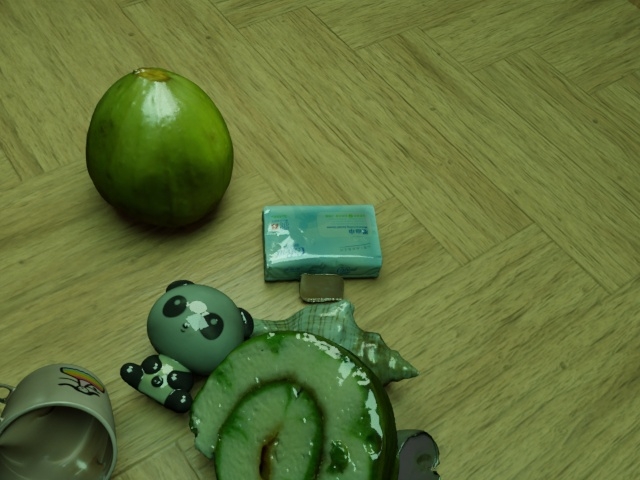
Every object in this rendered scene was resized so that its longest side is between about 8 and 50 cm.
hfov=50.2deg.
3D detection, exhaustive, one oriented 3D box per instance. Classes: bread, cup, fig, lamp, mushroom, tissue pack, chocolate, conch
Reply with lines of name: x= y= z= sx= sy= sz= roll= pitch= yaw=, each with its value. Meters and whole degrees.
bread: x=-0.058 y=0.344 z=1.186 sx=0.382 sy=0.129 sz=0.366 roll=-3 pitch=71 yaw=22
cup: x=-0.474 y=0.306 z=1.154 sx=0.253 sy=0.200 sz=0.191 roll=29 pitch=93 yaw=-22
fig: x=-0.349 y=-0.214 z=1.509 sx=0.343 sy=0.343 sz=0.343 roll=3 pitch=54 yaw=-5
lamp: x=-0.257 y=0.201 z=1.323 sx=0.198 sy=0.197 sz=0.244 roll=25 pitch=64 yaw=11
mushroom: x=0.134 y=0.428 z=1.239 sx=0.117 sy=0.141 sz=0.188 roll=9 pitch=59 yaw=40
tissue pack: x=0.000 y=0.000 z=1.551 sx=0.263 sy=0.089 sz=0.177 roll=-2 pitch=56 yaw=-7
chocolate: x=0.001 y=0.101 z=1.504 sx=0.101 sy=0.031 sz=0.064 roll=-3 pitch=97 yaw=-10
conch: x=0.015 y=0.192 z=1.371 sx=0.386 sy=0.169 sz=0.203 roll=29 pitch=30 yaw=12
